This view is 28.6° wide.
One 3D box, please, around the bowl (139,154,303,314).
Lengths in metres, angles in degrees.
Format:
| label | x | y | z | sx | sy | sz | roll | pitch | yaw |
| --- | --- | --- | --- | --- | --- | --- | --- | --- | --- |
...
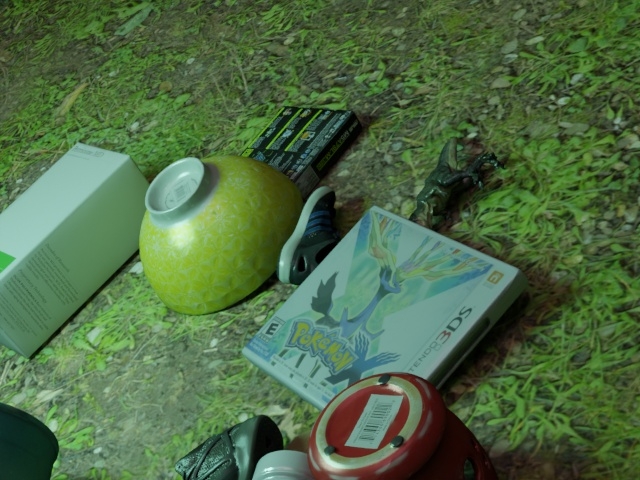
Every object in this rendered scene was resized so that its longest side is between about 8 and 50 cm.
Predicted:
| label | x | y | z | sx | sy | sz | roll | pitch | yaw |
| --- | --- | --- | --- | --- | --- | --- | --- | --- | --- |
| bowl | -0.188 | -0.042 | 2.008 | 0.289 | 0.156 | 0.289 | -23 | 40 | 21 |

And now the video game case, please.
| label | x | y | z | sx | sy | sz | roll | pitch | yaw |
| --- | --- | --- | --- | --- | --- | --- | --- | --- | --- |
| video game case | 0.079 | 0.107 | 1.723 | 0.300 | 0.036 | 0.329 | -48 | 36 | -12 |

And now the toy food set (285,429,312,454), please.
| label | x | y | z | sx | sy | sz | roll | pitch | yaw |
| --- | --- | --- | --- | --- | --- | --- | --- | --- | --- |
| toy food set | -0.012 | 0.278 | 1.618 | 0.083 | 0.020 | 0.083 | 6 | 48 | 42 |

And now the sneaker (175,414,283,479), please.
| label | x | y | z | sx | sy | sz | roll | pitch | yaw |
| --- | --- | --- | --- | --- | --- | --- | --- | --- | --- |
| sneaker | -0.128 | 0.332 | 1.588 | 0.130 | 0.087 | 0.227 | -22 | 38 | 31 |

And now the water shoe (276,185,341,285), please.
| label | x | y | z | sx | sy | sz | roll | pitch | yaw |
| --- | --- | --- | --- | --- | --- | --- | --- | --- | --- |
| water shoe | 0.000 | 0.000 | 1.940 | 0.080 | 0.073 | 0.203 | 15 | 48 | 13 |

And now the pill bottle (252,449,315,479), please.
| label | x | y | z | sx | sy | sz | roll | pitch | yaw |
| --- | --- | --- | --- | --- | --- | --- | --- | --- | --- |
| pill bottle | -0.050 | 0.356 | 1.460 | 0.119 | 0.119 | 0.208 | -13 | 39 | 26 |

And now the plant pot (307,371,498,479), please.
| label | x | y | z | sx | sy | sz | roll | pitch | yaw |
| --- | --- | --- | --- | --- | --- | --- | --- | --- | --- |
| plant pot | 0.086 | 0.258 | 1.434 | 0.191 | 0.174 | 0.191 | -23 | 33 | 16 |

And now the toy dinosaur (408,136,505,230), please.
| label | x | y | z | sx | sy | sz | roll | pitch | yaw |
| --- | --- | --- | --- | --- | --- | --- | --- | --- | --- |
| toy dinosaur | 0.205 | -0.095 | 1.893 | 0.118 | 0.064 | 0.268 | -14 | 34 | 35 |

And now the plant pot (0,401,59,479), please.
| label | x | y | z | sx | sy | sz | roll | pitch | yaw |
| --- | --- | --- | --- | --- | --- | --- | --- | --- | --- |
| plant pot | -0.506 | 0.378 | 1.680 | 0.272 | 0.271 | 0.255 | -15 | 51 | 23 |

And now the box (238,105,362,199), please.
| label | x | y | z | sx | sy | sz | roll | pitch | yaw |
| --- | --- | --- | --- | --- | --- | --- | --- | --- | --- |
| box | -0.049 | -0.154 | 2.178 | 0.184 | 0.045 | 0.190 | 7 | 51 | 46 |

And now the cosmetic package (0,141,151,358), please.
| label | x | y | z | sx | sy | sz | roll | pitch | yaw |
| --- | --- | --- | --- | --- | --- | --- | --- | --- | --- |
| cosmetic package | -0.465 | 0.010 | 2.194 | 0.197 | 0.155 | 0.365 | 14 | 56 | 48 |
